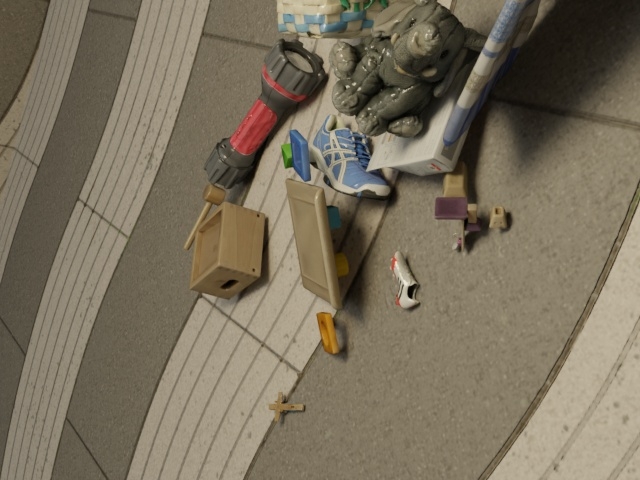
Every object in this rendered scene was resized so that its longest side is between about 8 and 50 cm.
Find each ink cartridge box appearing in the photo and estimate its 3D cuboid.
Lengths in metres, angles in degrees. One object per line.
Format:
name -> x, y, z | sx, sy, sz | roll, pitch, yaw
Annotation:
ink cartridge box -> 0.145, -0.157, 1.222 | 0.179, 0.045, 0.146 | -6, 59, 66

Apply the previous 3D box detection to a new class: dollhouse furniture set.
dollhouse furniture set -> 0.200, -0.044, 1.165 | 0.081, 0.090, 0.114 | 79, -165, -47

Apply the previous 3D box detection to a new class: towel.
towel -> 0.229, -0.260, 0.998 | 0.209, 0.034, 0.285 | -53, -11, -45

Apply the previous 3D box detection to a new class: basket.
basket -> 0.045, -0.444, 1.288 | 0.201, 0.254, 0.289 | 13, 110, 56

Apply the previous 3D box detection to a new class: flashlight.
flashlight -> -0.110, -0.215, 1.562 | 0.304, 0.103, 0.103 | -49, 40, 33

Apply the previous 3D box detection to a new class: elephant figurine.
elephant figurine -> 0.128, -0.239, 1.099 | 0.239, 0.169, 0.186 | -40, 46, 54

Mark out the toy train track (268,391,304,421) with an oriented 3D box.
toy train track -> -0.053, 0.272, 1.429 | 0.083, 0.014, 0.048 | -10, 65, 47

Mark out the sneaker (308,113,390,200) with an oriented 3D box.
sneaker -> 0.042, -0.126, 1.344 | 0.211, 0.080, 0.081 | 46, 121, 48

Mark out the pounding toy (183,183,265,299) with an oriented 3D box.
pounding toy -> -0.175, -0.003, 1.613 | 0.181, 0.094, 0.206 | -36, 44, 50

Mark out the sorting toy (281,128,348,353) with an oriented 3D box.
sorting toy -> 0.000, 0.000, 1.338 | 0.196, 0.047, 0.348 | -149, 48, -72

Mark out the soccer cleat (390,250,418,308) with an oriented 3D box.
soccer cleat -> 0.120, 0.054, 1.234 | 0.035, 0.029, 0.083 | -18, 70, 42
